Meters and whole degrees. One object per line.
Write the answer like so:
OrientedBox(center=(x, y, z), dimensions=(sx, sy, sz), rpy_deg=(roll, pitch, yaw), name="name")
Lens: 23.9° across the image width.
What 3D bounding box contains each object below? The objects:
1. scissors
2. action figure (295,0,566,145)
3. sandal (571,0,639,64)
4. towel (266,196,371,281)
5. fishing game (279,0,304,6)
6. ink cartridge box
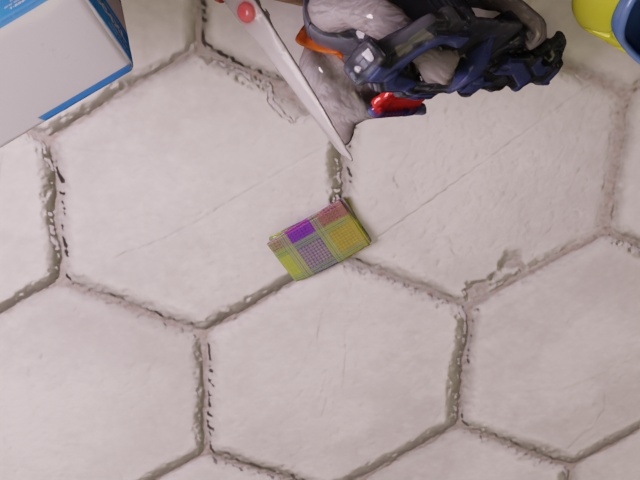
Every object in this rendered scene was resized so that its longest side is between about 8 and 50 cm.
OrientedBox(center=(-0.059, -0.190, 1.116), dimensions=(0.021, 0.297, 0.109), rpy_deg=(-22, 152, -54), name="scissors")
OrientedBox(center=(0.104, -0.218, 1.163), dimensions=(0.330, 0.178, 0.341), rpy_deg=(-52, 161, 15), name="action figure")
OrientedBox(center=(0.333, -0.145, 1.232), dimensions=(0.317, 0.138, 0.126), rpy_deg=(11, 122, -47), name="sandal")
OrientedBox(center=(0.000, 0.000, 1.370), dimensions=(0.083, 0.009, 0.060), rpy_deg=(-30, 124, 9), name="towel")
OrientedBox(center=(0.012, -0.294, 1.166), dimensions=(0.189, 0.041, 0.264), rpy_deg=(11, 120, -16), name="fishing game")
OrientedBox(center=(-0.226, -0.167, 1.102), dimensions=(0.148, 0.203, 0.086), rpy_deg=(-29, 125, 9), name="ink cartridge box")
